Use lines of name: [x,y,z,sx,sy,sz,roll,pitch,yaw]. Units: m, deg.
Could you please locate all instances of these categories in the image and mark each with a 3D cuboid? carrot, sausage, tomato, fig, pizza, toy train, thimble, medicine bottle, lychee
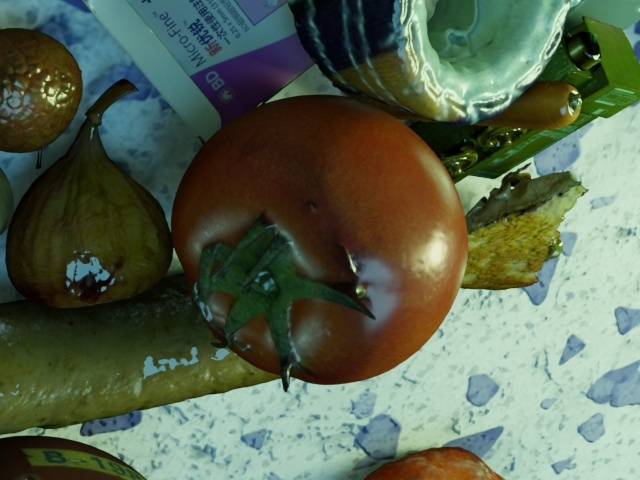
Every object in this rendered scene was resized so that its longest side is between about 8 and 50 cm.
carrot: [0.123,-0.123,1.403,0.043,0.248,0.043,-9,101,-51]
sausage: [-0.146,0.092,1.476,0.501,0.123,0.136,-9,156,-26]
tomato: [0.000,0.000,1.356,0.224,0.256,0.256,-35,143,-41]
fig: [-0.206,-0.040,1.360,0.146,0.134,0.201,-27,123,-48]
pizza: [0.180,-0.014,1.587,0.147,0.069,0.226,-8,154,-5]
toy train: [0.184,-0.125,1.472,0.225,0.090,0.137,-31,158,35]
thimble: [0.100,-0.216,1.317,0.237,0.150,0.237,-16,115,-38]
medicine bottle: [-0.088,-0.199,1.333,0.171,0.052,0.201,-37,132,2]
lychee: [-0.248,-0.120,1.282,0.101,0.140,0.114,36,99,-9]

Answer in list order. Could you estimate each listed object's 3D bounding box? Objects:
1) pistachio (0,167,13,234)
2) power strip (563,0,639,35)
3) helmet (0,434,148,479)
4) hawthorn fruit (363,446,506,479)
pistachio: [-0.342,-0.035,1.290,0.185,0.108,0.126,13,95,-27]
power strip: [0.274,-0.292,1.452,0.167,0.054,0.253,1,125,-32]
helmet: [-0.293,0.311,1.503,0.385,0.230,0.337,17,114,-27]
hawthorn fruit: [0.153,0.367,1.760,0.242,0.272,0.242,-12,120,-22]
